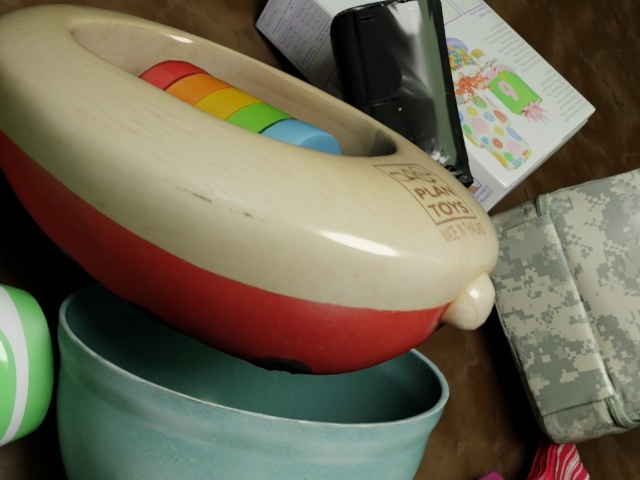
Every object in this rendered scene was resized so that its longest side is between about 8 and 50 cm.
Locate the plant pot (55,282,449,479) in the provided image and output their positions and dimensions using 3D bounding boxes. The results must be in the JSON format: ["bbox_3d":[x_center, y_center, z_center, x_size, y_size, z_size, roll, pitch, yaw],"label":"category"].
[{"bbox_3d":[-0.069,0.166,0.726,0.293,0.293,0.196,4,105,-42],"label":"plant pot"}]

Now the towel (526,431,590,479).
[{"bbox_3d":[0.318,0.359,1.116,0.275,0.031,0.199,65,25,-4],"label":"towel"}]

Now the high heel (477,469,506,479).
[{"bbox_3d":[0.074,0.306,0.934,0.377,0.127,0.181,16,36,-34],"label":"high heel"}]

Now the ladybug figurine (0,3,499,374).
[{"bbox_3d":[-0.076,-0.037,0.701,0.305,0.449,0.162,-7,123,-53],"label":"ladybug figurine"}]

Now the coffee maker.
[{"bbox_3d":[0.081,-0.129,0.867,0.120,0.171,0.178,-9,87,-26],"label":"coffee maker"}]

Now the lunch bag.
[{"bbox_3d":[0.362,0.074,1.110,0.212,0.256,0.305,15,55,-54],"label":"lunch bag"}]

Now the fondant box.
[{"bbox_3d":[0.123,-0.195,1.069,0.330,0.096,0.238,46,46,8],"label":"fondant box"}]

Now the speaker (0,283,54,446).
[{"bbox_3d":[-0.329,0.090,0.597,0.296,0.131,0.131,-1,75,-43],"label":"speaker"}]
